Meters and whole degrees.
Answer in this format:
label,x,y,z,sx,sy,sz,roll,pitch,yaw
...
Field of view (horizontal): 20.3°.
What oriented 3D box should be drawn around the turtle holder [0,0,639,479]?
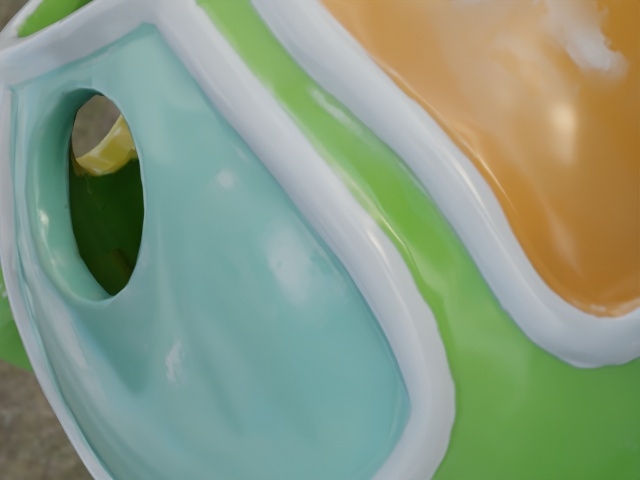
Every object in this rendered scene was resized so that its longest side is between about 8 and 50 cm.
label,x,y,z,sx,sy,sz,roll,pitch,yaw
turtle holder,0.015,-0.012,0.550,0.243,0.227,0.320,-44,20,-8
